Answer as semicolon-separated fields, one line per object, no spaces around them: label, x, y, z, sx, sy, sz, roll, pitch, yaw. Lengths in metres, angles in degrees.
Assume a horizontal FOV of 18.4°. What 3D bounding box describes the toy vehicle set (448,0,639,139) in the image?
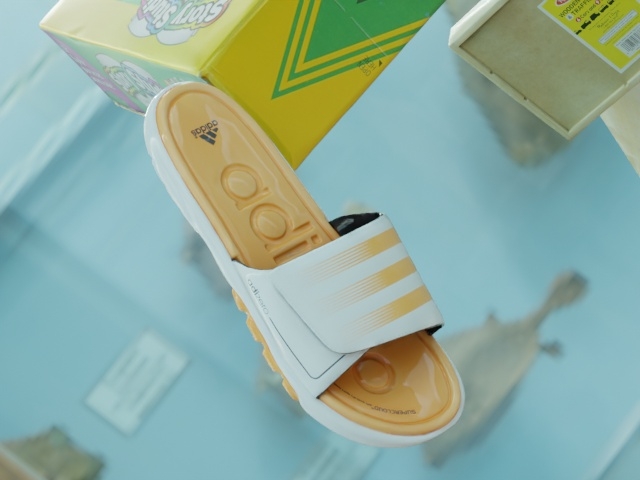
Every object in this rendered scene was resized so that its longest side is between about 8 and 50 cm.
toy vehicle set;0.275;-0.230;1.935;0.267;0.166;0.035;-41;21;34

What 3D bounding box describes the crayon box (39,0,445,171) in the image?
crayon box;-0.018;-0.218;1.417;0.313;0.106;0.363;-49;25;-8

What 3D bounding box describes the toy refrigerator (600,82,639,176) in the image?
toy refrigerator;0.375;-0.134;2.122;0.094;0.269;0.102;6;53;47

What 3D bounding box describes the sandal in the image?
sandal;-0.008;0.004;1.147;0.102;0.265;0.076;-33;-9;-36
